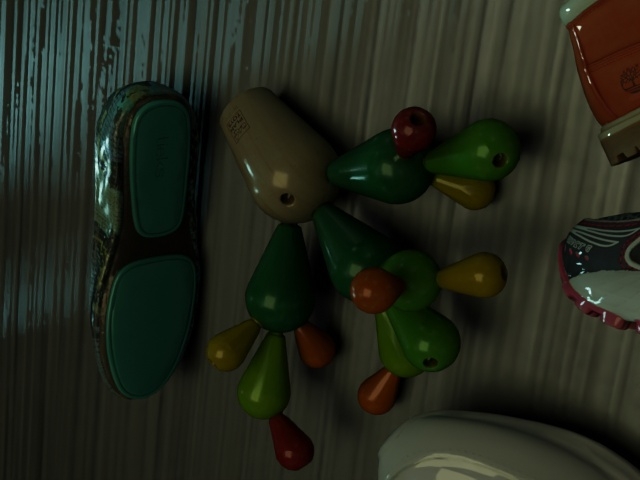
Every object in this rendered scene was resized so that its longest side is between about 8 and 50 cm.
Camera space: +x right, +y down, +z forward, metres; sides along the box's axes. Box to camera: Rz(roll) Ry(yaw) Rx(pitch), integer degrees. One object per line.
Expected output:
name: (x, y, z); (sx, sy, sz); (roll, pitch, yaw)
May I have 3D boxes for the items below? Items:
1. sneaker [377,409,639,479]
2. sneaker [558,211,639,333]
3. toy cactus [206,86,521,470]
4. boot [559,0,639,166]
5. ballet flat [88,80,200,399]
sneaker: (0.129, 0.198, 0.536); (0.305, 0.152, 0.114); (45, 124, 18)
sneaker: (0.227, -0.036, 0.442); (0.299, 0.121, 0.112); (-21, 81, 28)
toy cactus: (0.000, 0.000, 0.615); (0.180, 0.112, 0.219); (54, 133, 23)
boot: (0.170, -0.099, 0.496); (0.158, 0.059, 0.085); (-27, 81, 36)
ballet flat: (-0.105, -0.002, 0.706); (0.070, 0.070, 0.188); (19, 109, 29)
